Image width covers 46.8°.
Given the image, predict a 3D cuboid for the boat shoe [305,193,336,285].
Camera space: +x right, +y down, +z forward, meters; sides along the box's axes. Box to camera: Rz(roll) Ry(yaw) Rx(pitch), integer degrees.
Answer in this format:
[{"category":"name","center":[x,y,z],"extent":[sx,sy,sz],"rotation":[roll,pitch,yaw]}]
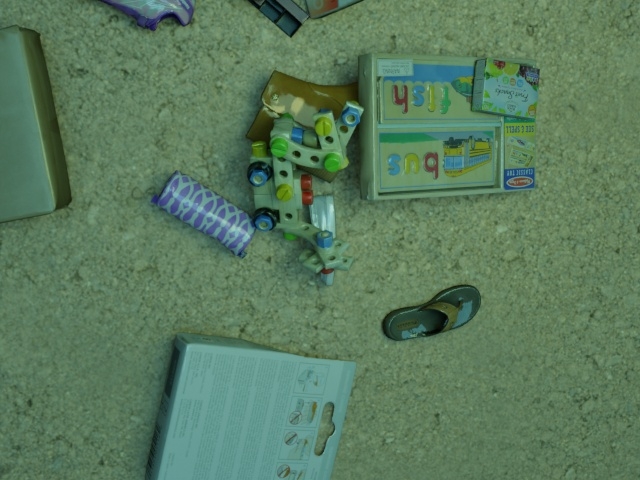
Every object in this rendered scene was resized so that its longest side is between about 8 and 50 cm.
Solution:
[{"category":"boat shoe","center":[0.000,0.000,1.487],"extent":[0.063,0.066,0.184],"rotation":[-1,100,4]}]

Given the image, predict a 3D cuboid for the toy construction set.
[{"category":"toy construction set","center":[-0.025,-0.097,1.380],"extent":[0.215,0.151,0.328],"rotation":[0,111,4]}]

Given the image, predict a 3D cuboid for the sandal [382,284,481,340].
[{"category":"sandal","center":[0.239,0.158,1.549],"extent":[0.219,0.060,0.090],"rotation":[-14,99,-8]}]

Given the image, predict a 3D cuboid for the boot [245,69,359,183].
[{"category":"boot","center":[0.003,-0.276,1.430],"extent":[0.211,0.104,0.295],"rotation":[32,95,-14]}]

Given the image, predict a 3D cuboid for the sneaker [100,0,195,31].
[{"category":"sneaker","center":[-0.335,-0.440,1.358],"extent":[0.236,0.095,0.105],"rotation":[0,104,-11]}]

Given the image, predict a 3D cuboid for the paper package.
[{"category":"paper package","center":[-0.623,-0.186,1.294],"extent":[0.309,0.168,0.325],"rotation":[-10,99,-8]}]

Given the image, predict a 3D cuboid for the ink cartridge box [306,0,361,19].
[{"category":"ink cartridge box","center":[0.018,-0.523,1.384],"extent":[0.045,0.145,0.179],"rotation":[-27,104,-40]}]

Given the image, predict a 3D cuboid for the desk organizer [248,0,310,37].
[{"category":"desk organizer","center":[-0.087,-0.453,1.422],"extent":[0.130,0.047,0.050],"rotation":[39,91,-12]}]

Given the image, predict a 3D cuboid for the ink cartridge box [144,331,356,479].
[{"category":"ink cartridge box","center":[-0.137,0.363,1.512],"extent":[0.385,0.091,0.308],"rotation":[11,94,-28]}]

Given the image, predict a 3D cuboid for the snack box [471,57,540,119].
[{"category":"snack box","center":[0.364,-0.295,1.448],"extent":[0.141,0.037,0.100],"rotation":[2,95,-29]}]

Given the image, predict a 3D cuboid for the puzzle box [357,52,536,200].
[{"category":"puzzle box","center":[0.257,-0.221,1.449],"extent":[0.408,0.052,0.272],"rotation":[-6,99,-28]}]

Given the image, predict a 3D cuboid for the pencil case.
[{"category":"pencil case","center":[-0.218,-0.051,1.431],"extent":[0.206,0.088,0.086],"rotation":[35,48,-12]}]
